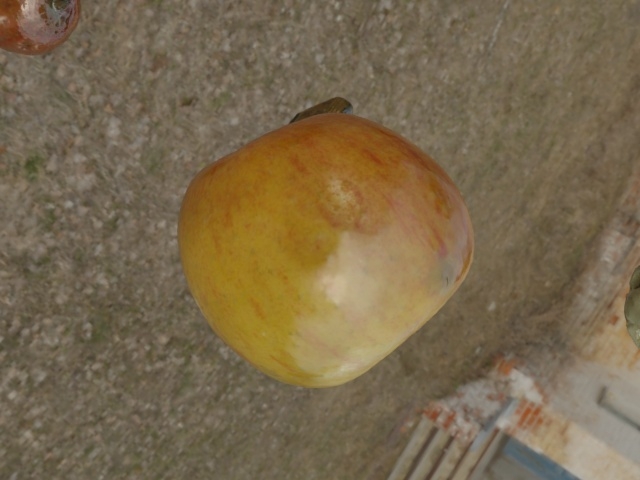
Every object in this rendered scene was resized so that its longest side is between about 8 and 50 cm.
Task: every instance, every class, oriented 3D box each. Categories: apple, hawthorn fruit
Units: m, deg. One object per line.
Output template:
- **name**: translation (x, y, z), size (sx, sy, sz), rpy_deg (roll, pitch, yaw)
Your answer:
- **apple**: translation (0.000, 0.000, 0.822), size (0.299, 0.275, 0.299), rpy_deg (-36, 176, -3)
- **hawthorn fruit**: translation (-0.398, -0.331, 1.082), size (0.149, 0.189, 0.149), rpy_deg (20, 90, -78)

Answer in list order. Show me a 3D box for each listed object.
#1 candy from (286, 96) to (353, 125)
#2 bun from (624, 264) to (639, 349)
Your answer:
- **candy**: translation (-0.038, -0.094, 1.170), size (0.143, 0.101, 0.271), rpy_deg (-53, 178, -38)
- **bun**: translation (0.551, 0.112, 1.201), size (0.231, 0.133, 0.231), rpy_deg (-4, 90, -69)
